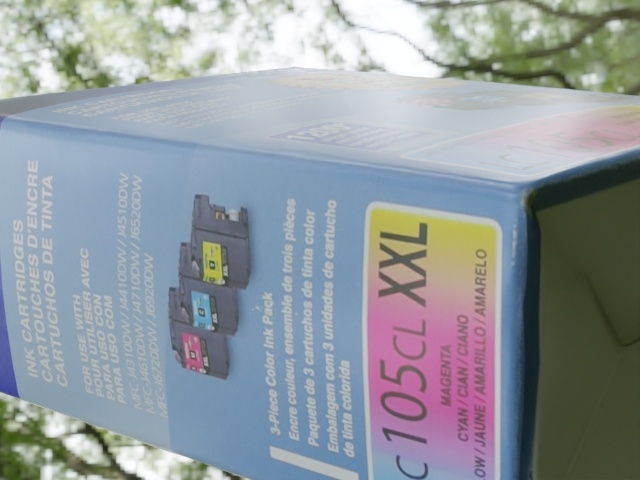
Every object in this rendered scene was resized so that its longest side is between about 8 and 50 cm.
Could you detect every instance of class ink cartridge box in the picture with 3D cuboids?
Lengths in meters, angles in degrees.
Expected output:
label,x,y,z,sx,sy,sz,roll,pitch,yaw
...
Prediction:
label,x,y,z,sx,sy,sz,roll,pitch,yaw
ink cartridge box,0.000,0.000,0.654,0.270,0.395,0.151,-15,-72,-49
